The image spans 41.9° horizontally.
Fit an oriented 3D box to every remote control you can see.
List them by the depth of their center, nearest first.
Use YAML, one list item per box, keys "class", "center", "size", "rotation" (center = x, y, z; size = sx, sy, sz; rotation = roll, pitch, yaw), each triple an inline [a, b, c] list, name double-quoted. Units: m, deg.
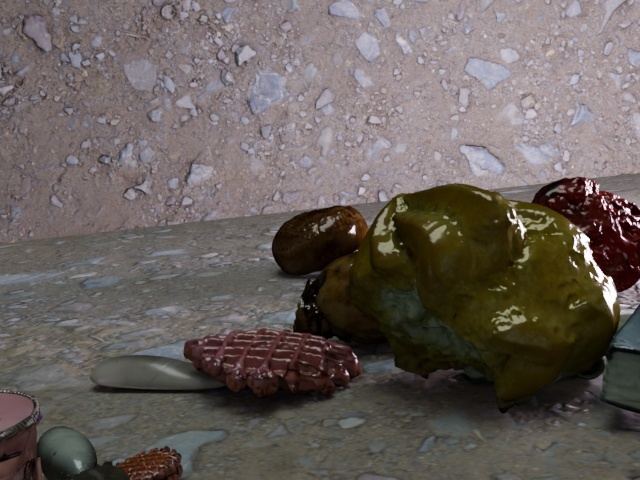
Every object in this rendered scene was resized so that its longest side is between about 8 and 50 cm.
- class: "remote control"
  center: [-0.228, 0.189, 1.216]
  size: [0.229, 0.044, 0.073]
  rotation: [-2, 6, 17]

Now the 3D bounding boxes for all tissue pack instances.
- class: "tissue pack"
  center: [0.445, 0.138, 0.963]
  size: [0.186, 0.081, 0.257]
  rotation: [9, 14, 29]

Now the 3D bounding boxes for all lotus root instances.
- class: "lotus root"
  center: [0.107, 0.083, 1.310]
  size: [0.314, 0.141, 0.169]
  rotation: [-8, -21, 4]

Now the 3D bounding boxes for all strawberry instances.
- class: "strawberry"
  center: [0.476, -0.009, 1.518]
  size: [0.274, 0.220, 0.274]
  rotation: [-9, 9, 1]

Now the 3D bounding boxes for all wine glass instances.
- class: "wine glass"
  center: [-0.247, 0.234, 0.853]
  size: [0.066, 0.066, 0.198]
  rotation: [-10, 5, -27]

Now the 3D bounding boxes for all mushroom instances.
- class: "mushroom"
  center: [0.000, 0.000, 2.016]
  size: [0.253, 0.153, 0.253]
  rotation: [-14, 4, 1]

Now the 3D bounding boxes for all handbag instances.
- class: "handbag"
  center: [-0.369, 0.227, 0.808]
  size: [0.205, 0.116, 0.179]
  rotation: [-5, 10, -9]

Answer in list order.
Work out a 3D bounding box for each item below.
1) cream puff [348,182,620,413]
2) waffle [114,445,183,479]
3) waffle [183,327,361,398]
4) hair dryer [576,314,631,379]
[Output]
- class: "cream puff"
  center: [0.213, 0.038, 1.070]
  size: [0.274, 0.269, 0.323]
  rotation: [-29, 21, -30]
- class: "waffle"
  center: [-0.185, 0.243, 0.873]
  size: [0.083, 0.029, 0.075]
  rotation: [-15, 9, -29]
- class: "waffle"
  center: [-0.062, 0.164, 1.167]
  size: [0.234, 0.055, 0.221]
  rotation: [1, 9, -38]
- class: "hair dryer"
  center: [0.400, 0.138, 1.148]
  size: [0.225, 0.088, 0.219]
  rotation: [15, 23, 23]
